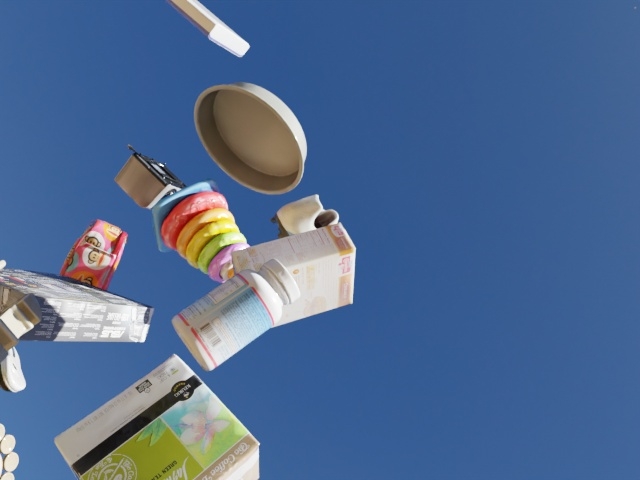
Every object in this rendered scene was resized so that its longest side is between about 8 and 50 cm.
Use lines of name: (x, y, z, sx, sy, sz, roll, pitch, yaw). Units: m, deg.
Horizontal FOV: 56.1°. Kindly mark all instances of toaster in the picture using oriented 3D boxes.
toaster: (-0.484, -0.164, 1.738, 0.186, 0.168, 0.110, 42, -84, 15)

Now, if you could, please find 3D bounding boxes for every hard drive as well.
hard drive: (-0.328, -0.566, 1.414, 0.319, 0.210, 0.040, 41, -78, 7)

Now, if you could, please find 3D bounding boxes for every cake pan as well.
cake pan: (-0.154, -0.235, 1.367, 0.293, 0.054, 0.293, 22, -38, 19)

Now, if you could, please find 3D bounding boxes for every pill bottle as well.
pill bottle: (-0.110, 0.095, 0.802, 0.087, 0.160, 0.087, 48, -20, 23)

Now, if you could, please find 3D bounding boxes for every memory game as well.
memory game: (-0.648, 0.439, 1.138, 0.012, 0.186, 0.186, -3, -72, 18)

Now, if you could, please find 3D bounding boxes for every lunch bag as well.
lunch bag: (-0.616, 0.089, 1.562, 0.120, 0.258, 0.293, 28, -100, -21)

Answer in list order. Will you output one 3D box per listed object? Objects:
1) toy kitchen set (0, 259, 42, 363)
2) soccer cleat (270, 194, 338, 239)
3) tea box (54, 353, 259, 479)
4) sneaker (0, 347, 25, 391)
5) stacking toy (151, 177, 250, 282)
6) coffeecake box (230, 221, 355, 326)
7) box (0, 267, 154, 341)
toy kitchen set: (-0.489, 0.097, 0.782, 0.122, 0.207, 0.166, -33, -75, 1)
soccer cleat: (0.000, 0.000, 1.498, 0.143, 0.331, 0.116, -29, -120, 5)
tea box: (-0.364, 0.509, 1.390, 0.324, 0.329, 0.219, 38, -35, 24)
sneaker: (-0.721, 0.298, 1.306, 0.217, 0.121, 0.079, 21, -45, 60)
stacking toy: (-0.211, 0.025, 1.271, 0.302, 0.166, 0.175, 46, -31, 26)
coffeecake box: (-0.042, 0.063, 0.979, 0.142, 0.186, 0.068, 90, -21, -46)
box: (-0.494, 0.113, 1.085, 0.243, 0.307, 0.076, 15, -94, 22)
